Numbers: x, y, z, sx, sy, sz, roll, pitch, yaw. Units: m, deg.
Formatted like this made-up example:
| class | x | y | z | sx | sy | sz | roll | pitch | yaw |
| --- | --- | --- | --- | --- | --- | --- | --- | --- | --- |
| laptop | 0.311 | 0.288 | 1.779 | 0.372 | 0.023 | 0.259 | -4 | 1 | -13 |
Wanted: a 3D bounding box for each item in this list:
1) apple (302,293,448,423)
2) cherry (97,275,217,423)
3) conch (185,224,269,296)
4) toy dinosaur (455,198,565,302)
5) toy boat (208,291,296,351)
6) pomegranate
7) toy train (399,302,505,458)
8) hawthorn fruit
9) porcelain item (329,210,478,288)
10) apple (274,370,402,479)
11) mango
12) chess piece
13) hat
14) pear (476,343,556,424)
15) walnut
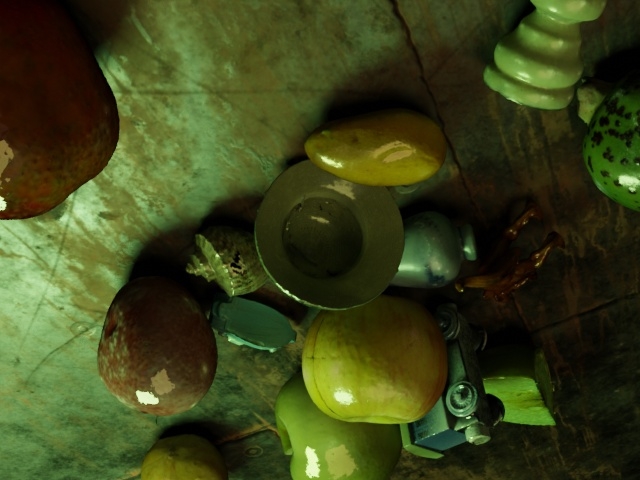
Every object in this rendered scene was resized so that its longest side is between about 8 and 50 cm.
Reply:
| class | x | y | z | sx | sy | sz | roll | pitch | yaw |
| --- | --- | --- | --- | --- | --- | --- | --- | --- | --- |
| apple | 0.097 | 0.217 | 1.243 | 0.286 | 0.232 | 0.286 | 3 | 161 | 1 |
| cherry | -0.293 | 0.201 | 1.210 | 0.213 | 0.236 | 0.285 | -16 | 113 | -50 |
| conch | -0.141 | 0.030 | 1.188 | 0.207 | 0.130 | 0.155 | -18 | 174 | -25 |
| toy dinosaur | 0.347 | 0.029 | 1.222 | 0.208 | 0.097 | 0.432 | -48 | 154 | 7 |
| toy boat | -0.140 | 0.167 | 1.329 | 0.215 | 0.088 | 0.102 | 23 | 160 | -31 |
| pomegranate | 0.513 | -0.165 | 1.019 | 0.254 | 0.271 | 0.254 | -42 | 155 | -25 |
| toy train | 0.243 | 0.280 | 1.358 | 0.202 | 0.299 | 0.131 | -34 | 134 | 31 |
| hawthorn fruit | -0.395 | -0.208 | 0.785 | 0.285 | 0.284 | 0.368 | -5 | 112 | -6 |
| porcelain item | 0.149 | 0.025 | 1.204 | 0.259 | 0.141 | 0.141 | -11 | 136 | 12 |
| apple | 0.039 | 0.410 | 1.451 | 0.254 | 0.292 | 0.291 | -16 | 136 | -12 |
| mango | 0.088 | -0.146 | 1.035 | 0.228 | 0.109 | 0.147 | 3 | 157 | -15 |
| chess piece | 0.329 | -0.313 | 0.911 | 0.133 | 0.133 | 0.243 | 4 | 129 | -15 |
| hat | 0.000 | 0.000 | 1.123 | 0.257 | 0.257 | 0.130 | 6 | 164 | -17 |
| pear | 0.407 | 0.327 | 1.556 | 0.239 | 0.139 | 0.288 | -13 | 142 | 23 |
| walnut | -0.315 | 0.595 | 1.623 | 0.203 | 0.203 | 0.297 | -19 | 127 | 7 |
